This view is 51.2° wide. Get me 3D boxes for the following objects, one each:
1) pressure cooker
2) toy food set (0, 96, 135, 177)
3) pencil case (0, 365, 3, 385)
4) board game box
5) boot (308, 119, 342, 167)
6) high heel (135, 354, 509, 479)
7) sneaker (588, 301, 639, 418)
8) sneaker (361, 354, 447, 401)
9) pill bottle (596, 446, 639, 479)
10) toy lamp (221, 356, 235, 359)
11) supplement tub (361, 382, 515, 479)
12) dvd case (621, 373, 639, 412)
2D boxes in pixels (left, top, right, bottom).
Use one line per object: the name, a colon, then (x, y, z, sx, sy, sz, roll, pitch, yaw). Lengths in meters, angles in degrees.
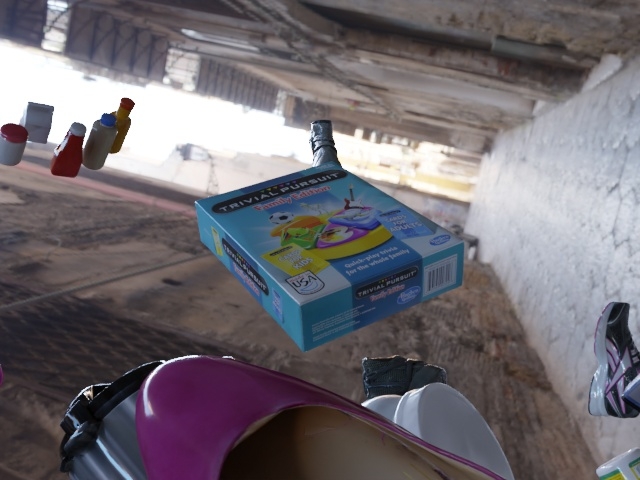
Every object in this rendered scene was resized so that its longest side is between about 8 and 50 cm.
pressure cooker: (-0.407, 0.499, 1.597, 0.376, 0.420, 0.369, -33, -28, -35)
toy food set: (-0.400, -0.173, 1.021, 0.104, 0.232, 0.111, -53, 46, 36)
pencil case: (-0.443, 0.095, 0.691, 0.104, 0.236, 0.104, -51, -11, -13)
board game box: (0.000, 0.000, 0.974, 0.254, 0.336, 0.079, -19, -56, -25)
boot: (0.005, -0.144, 1.443, 0.246, 0.084, 0.161, 114, 149, -65)
high heel: (0.038, 0.105, 0.254, 0.127, 0.377, 0.181, -41, -40, -33)
sneaker: (0.455, 0.180, 0.997, 0.072, 0.077, 0.178, -3, -82, -53)
sneaker: (0.092, 0.271, 1.084, 0.227, 0.130, 0.087, -42, -49, -30)
pill bottle: (0.735, 0.590, 1.513, 0.208, 0.118, 0.117, 60, 173, 23)
toy lamp: (-0.194, 0.277, 1.107, 0.274, 0.080, 0.080, -56, -23, -68)
supplement tub: (0.057, 0.344, 0.850, 0.331, 0.241, 0.241, -36, 8, 27)
dvd case: (0.360, 0.104, 0.475, 0.022, 0.180, 0.253, -41, -22, -37)
